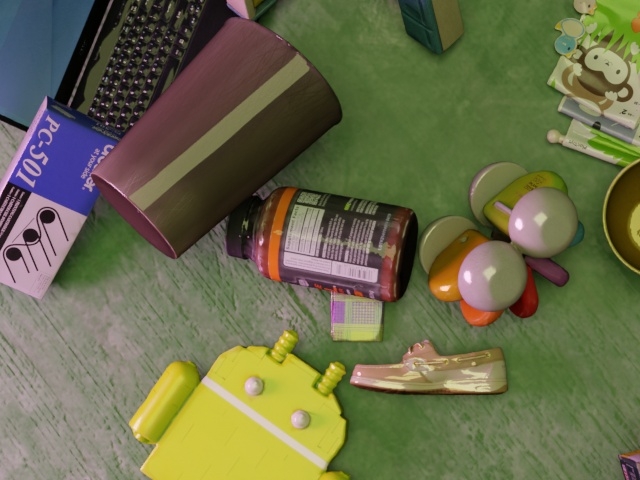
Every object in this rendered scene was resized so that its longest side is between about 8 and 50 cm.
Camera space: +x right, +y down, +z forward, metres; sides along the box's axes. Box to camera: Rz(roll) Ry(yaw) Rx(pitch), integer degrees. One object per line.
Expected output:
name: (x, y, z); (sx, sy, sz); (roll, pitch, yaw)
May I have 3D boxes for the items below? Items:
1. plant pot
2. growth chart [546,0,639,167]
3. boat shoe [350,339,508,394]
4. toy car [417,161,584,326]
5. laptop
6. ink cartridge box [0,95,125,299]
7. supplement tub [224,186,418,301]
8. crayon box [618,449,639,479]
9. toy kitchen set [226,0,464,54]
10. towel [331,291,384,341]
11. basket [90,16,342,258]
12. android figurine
plant pot: (0.362, -0.020, 1.586); (0.134, 0.095, 0.134); (-1, 83, 5)
growth chart: (0.336, -0.193, 1.648); (0.172, 0.021, 0.237); (15, 85, 9)
boat shoe: (0.117, 0.136, 1.616); (0.170, 0.063, 0.059); (2, 81, -3)
toy car: (0.205, 0.013, 1.589); (0.182, 0.159, 0.136); (-47, 116, -1)
laptop: (-0.235, -0.210, 1.651); (0.264, 0.136, 0.234); (21, 87, 8)
ink cartridge box: (-0.302, -0.045, 1.634); (0.097, 0.046, 0.207); (25, 108, -19)
supplement tub: (0.000, 0.000, 1.616); (0.198, 0.106, 0.106); (11, 85, 13)
crayon box: (0.470, 0.212, 1.496); (0.319, 0.202, 0.081); (-17, 83, 5)
toy kitchen set: (0.022, -0.261, 1.646); (0.166, 0.122, 0.207); (-43, 59, -12)
towel: (0.042, 0.070, 1.654); (0.060, 0.009, 0.083); (0, 84, 5)
basket: (-0.118, -0.103, 1.579); (0.227, 0.204, 0.154); (-45, 118, -12)
android figurine: (-0.079, 0.227, 1.628); (0.248, 0.056, 0.273); (37, 90, 9)
